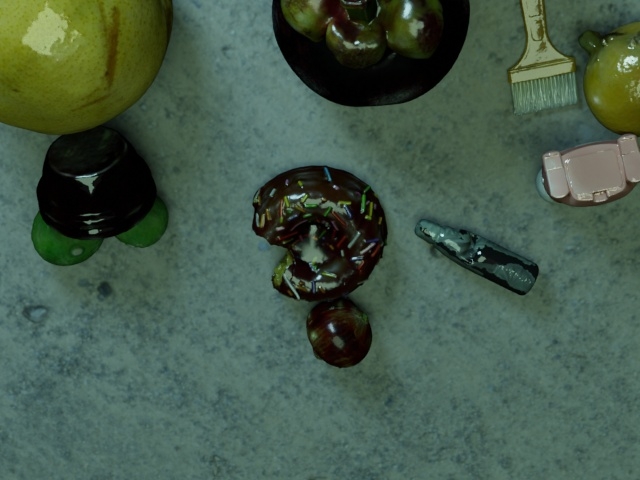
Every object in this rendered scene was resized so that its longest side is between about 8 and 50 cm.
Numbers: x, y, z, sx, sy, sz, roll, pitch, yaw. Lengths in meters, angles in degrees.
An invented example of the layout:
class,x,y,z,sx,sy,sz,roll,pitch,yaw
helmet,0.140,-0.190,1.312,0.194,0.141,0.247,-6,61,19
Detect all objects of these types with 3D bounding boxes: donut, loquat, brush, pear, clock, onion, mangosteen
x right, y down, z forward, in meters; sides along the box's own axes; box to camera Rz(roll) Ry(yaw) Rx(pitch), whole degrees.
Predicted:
class,x,y,z,sx,sy,sz,roll,pitch,yaw
donut,0.000,-0.001,1.714,0.216,0.096,0.230,-1,113,2
loquat,0.462,-0.239,1.573,0.204,0.149,0.172,39,115,-2
brush,0.320,-0.324,1.613,0.103,0.013,0.272,-11,112,6
pear,-0.359,-0.300,1.499,0.314,0.314,0.314,1,113,1
clock,0.409,-0.095,1.629,0.166,0.162,0.092,-13,85,11
onion,0.029,0.156,1.776,0.117,0.118,0.118,36,109,-17
mangosteen,0.064,-0.311,1.469,0.275,0.302,0.275,1,95,9

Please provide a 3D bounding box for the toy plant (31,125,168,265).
class,x,y,z,sx,sy,sz,roll,pitch,yaw
toy plant,-0.350,-0.056,1.671,0.218,0.175,0.235,-5,139,-3

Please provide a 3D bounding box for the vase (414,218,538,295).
class,x,y,z,sx,sy,sz,roll,pitch,yaw
vase,0.246,0.021,1.735,0.211,0.060,0.060,25,111,-9
